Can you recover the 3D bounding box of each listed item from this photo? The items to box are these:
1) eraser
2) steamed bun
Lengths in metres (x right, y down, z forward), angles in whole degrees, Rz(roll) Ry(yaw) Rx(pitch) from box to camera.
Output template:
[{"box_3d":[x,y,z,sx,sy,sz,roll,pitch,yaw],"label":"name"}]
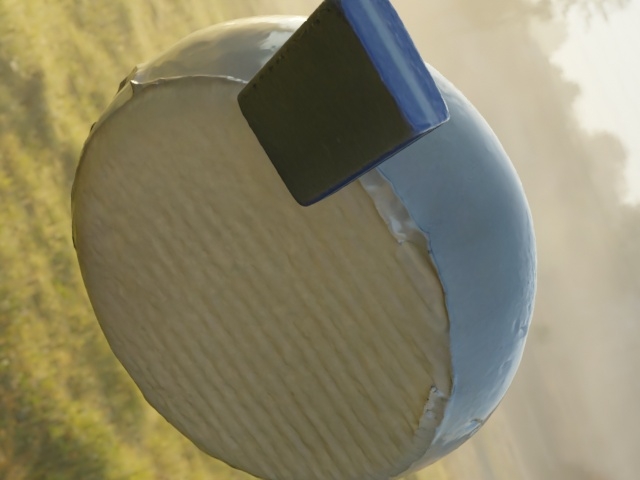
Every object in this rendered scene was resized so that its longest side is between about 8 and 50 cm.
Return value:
[{"box_3d":[0.006,-0.073,0.787,0.082,0.036,0.225,60,-19,0],"label":"eraser"},{"box_3d":[0.000,0.000,1.113,0.241,0.374,0.374,-39,110,-49],"label":"steamed bun"}]
